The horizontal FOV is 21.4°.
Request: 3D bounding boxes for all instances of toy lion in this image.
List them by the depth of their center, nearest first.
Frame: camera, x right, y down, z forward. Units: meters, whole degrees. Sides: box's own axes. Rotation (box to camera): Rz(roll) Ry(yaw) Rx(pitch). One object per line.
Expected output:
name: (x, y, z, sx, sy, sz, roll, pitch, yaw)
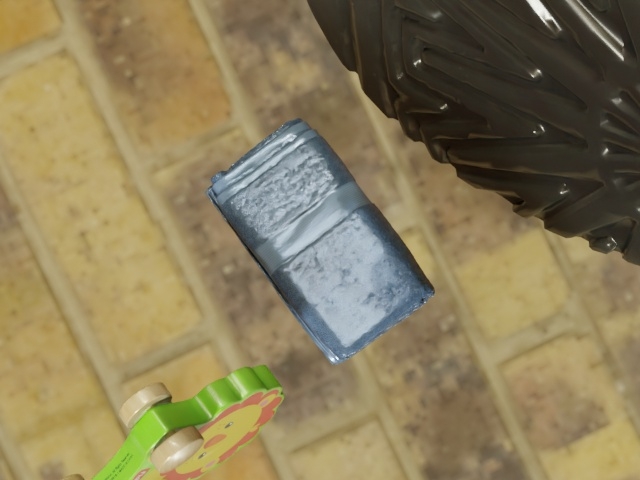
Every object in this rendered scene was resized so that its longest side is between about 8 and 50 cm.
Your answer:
toy lion: (-0.063, 0.093, 0.750, 0.034, 0.100, 0.096, 51, -156, 19)

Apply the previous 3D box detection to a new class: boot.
boot: (0.191, -0.101, 0.594, 0.348, 0.260, 0.131, 27, 143, 20)

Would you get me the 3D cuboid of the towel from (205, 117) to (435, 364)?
towel: (0.000, 0.000, 0.856, 0.119, 0.067, 0.029, 53, 176, 16)
